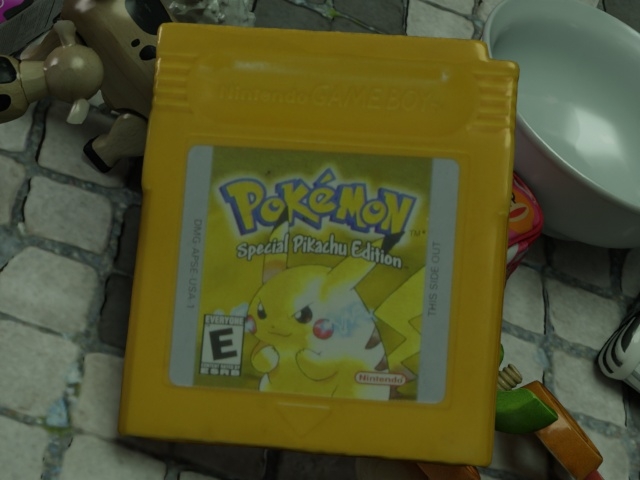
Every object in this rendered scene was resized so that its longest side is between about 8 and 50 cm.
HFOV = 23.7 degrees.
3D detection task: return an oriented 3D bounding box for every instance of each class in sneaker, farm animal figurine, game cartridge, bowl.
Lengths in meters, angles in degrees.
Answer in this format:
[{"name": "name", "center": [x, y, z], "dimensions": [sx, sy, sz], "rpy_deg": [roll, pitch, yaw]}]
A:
[{"name": "sneaker", "center": [0.366, 0.089, 1.461], "dimensions": [0.132, 0.086, 0.228], "rpy_deg": [43, 56, 3]}, {"name": "farm animal figurine", "center": [-0.194, -0.175, 1.245], "dimensions": [0.327, 0.172, 0.330], "rpy_deg": [38, 52, -31]}, {"name": "game cartridge", "center": [0.000, 0.000, 1.161], "dimensions": [0.285, 0.053, 0.323], "rpy_deg": [4, 84, 7]}, {"name": "bowl", "center": [0.252, -0.095, 1.495], "dimensions": [0.298, 0.134, 0.298], "rpy_deg": [21, 42, -20]}]

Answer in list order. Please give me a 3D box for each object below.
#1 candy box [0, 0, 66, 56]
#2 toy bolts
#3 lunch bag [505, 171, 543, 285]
[{"name": "candy box", "center": [-0.310, -0.250, 1.376], "dimensions": [0.159, 0.071, 0.233], "rpy_deg": [38, 45, 5]}, {"name": "toy bolts", "center": [0.152, 0.215, 1.231], "dimensions": [0.228, 0.158, 0.218], "rpy_deg": [54, 8, 32]}, {"name": "lunch bag", "center": [0.028, -0.025, 1.346], "dimensions": [0.258, 0.120, 0.293], "rpy_deg": [45, 45, 17]}]
